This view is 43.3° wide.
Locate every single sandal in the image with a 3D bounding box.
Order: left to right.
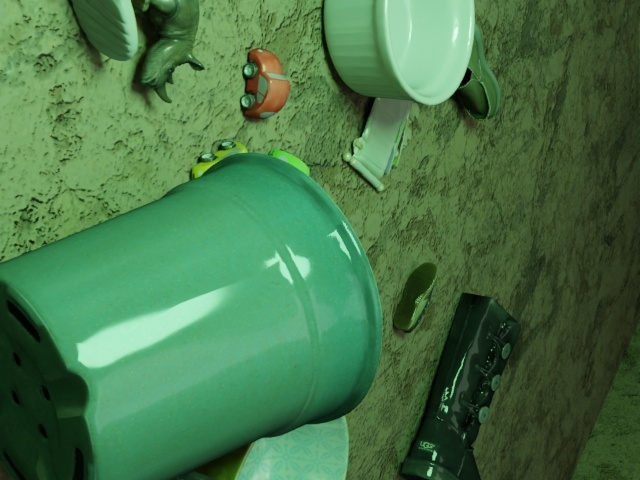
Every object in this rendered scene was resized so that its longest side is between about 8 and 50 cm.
[{"bbox_3d":[-0.230,-0.320,0.835,0.076,0.101,0.265,-48,145,-40],"label":"sandal"}]

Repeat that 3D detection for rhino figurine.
[{"bbox_3d":[-0.182,-0.279,0.932,0.106,0.073,0.244,-27,122,-47],"label":"rhino figurine"}]

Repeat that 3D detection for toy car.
[{"bbox_3d":[-0.069,-0.124,1.163,0.225,0.053,0.239,47,60,-51],"label":"toy car"}]

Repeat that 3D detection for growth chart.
[{"bbox_3d":[0.121,-0.207,1.454,0.172,0.021,0.237,43,63,-53],"label":"growth chart"}]

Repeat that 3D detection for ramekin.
[{"bbox_3d":[0.126,-0.358,1.299,0.277,0.135,0.278,-13,107,-52],"label":"ramekin"}]

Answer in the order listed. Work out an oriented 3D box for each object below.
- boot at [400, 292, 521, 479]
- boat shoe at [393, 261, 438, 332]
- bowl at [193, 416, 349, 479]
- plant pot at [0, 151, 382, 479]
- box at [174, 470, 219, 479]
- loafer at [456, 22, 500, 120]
[{"bbox_3d":[0.358,0.393,1.895,0.367,0.146,0.445,54,51,-50],"label":"boot"},{"bbox_3d":[0.195,0.116,1.637,0.152,0.056,0.049,-59,148,-12],"label":"boat shoe"},{"bbox_3d":[-0.099,0.335,1.157,0.289,0.156,0.290,-21,115,-52],"label":"bowl"},{"bbox_3d":[-0.169,0.104,0.861,0.334,0.341,0.341,-21,116,-43],"label":"plant pot"},{"bbox_3d":[-0.196,0.350,0.949,0.056,0.230,0.183,-18,115,-57],"label":"box"},{"bbox_3d":[0.288,-0.330,1.623,0.087,0.094,0.251,-50,133,-20],"label":"loafer"}]
